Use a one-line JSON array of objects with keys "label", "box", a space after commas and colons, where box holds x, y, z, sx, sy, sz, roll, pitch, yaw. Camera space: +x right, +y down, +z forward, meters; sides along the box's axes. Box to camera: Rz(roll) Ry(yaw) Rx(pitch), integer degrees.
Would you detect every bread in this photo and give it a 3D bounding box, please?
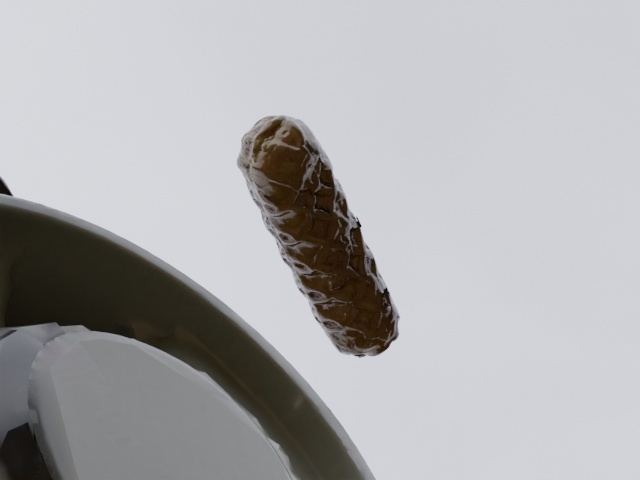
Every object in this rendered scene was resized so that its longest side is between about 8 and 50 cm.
[{"label": "bread", "box": [0.000, 0.000, 0.927, 0.044, 0.052, 0.157, -32, -56, -9]}]

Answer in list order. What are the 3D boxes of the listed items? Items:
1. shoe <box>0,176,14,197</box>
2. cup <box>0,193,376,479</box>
[{"label": "shoe", "box": [-0.282, 0.029, 0.921, 0.275, 0.098, 0.103, -34, -52, 3]}, {"label": "cup", "box": [-0.127, 0.110, 0.449, 0.241, 0.185, 0.226, 23, -59, -30]}]
